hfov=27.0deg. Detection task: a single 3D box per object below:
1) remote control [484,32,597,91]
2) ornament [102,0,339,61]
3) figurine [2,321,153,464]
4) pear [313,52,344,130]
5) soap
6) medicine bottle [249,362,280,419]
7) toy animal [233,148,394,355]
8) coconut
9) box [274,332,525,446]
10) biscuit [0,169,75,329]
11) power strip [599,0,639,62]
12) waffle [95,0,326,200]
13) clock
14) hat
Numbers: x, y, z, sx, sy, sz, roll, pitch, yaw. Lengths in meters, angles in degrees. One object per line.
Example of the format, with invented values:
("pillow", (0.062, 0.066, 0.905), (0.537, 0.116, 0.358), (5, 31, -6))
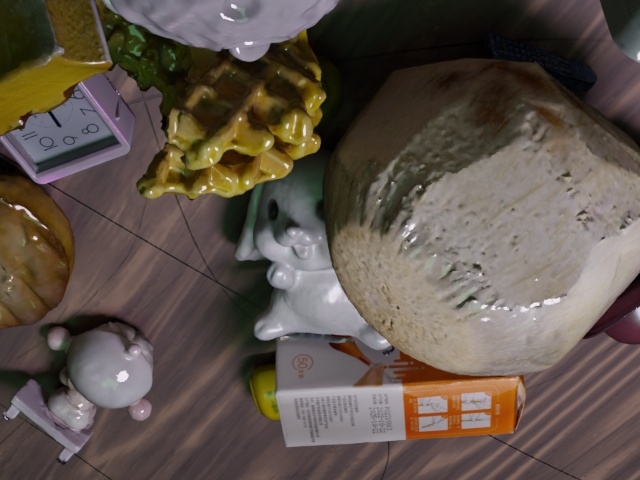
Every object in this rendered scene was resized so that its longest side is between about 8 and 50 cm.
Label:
("remote control", (0.273, -0.217, 1.653), (0.152, 0.043, 0.027), (17, 141, -20))
("ornament", (-0.101, -0.352, 1.281), (0.337, 0.337, 0.337), (-1, 136, -1))
("figurine", (-0.347, 0.208, 2.010), (0.257, 0.182, 0.144), (-47, 164, 29))
("pear", (-0.026, -0.182, 1.624), (0.107, 0.107, 0.131), (-15, 174, 13))
("soap", (-0.370, -0.259, 1.403), (0.259, 0.281, 0.143), (-24, 163, 21))
("medicine bottle", (0.046, 0.214, 2.065), (0.309, 0.076, 0.111), (-11, 138, 9))
("toy animal", (0.015, 0.011, 1.791), (0.249, 0.174, 0.289), (17, 135, -3))
("coconut", (0.208, -0.050, 1.603), (0.415, 0.415, 0.344), (23, 158, -24))
("box", (0.109, 0.159, 1.907), (0.341, 0.225, 0.143), (-5, 139, 4))
("biscuit", (-0.478, 0.002, 1.806), (0.296, 0.102, 0.296), (1, 135, 1))
("power strip", (0.419, -0.283, 1.433), (0.229, 0.261, 0.141), (18, 131, -20))
("waffle", (-0.145, -0.197, 1.470), (0.261, 0.324, 0.151), (-22, 159, -36))
("clock", (-0.339, -0.172, 1.657), (0.150, 0.063, 0.197), (-18, 134, 16))
("hat", (0.459, 0.090, 1.881), (0.205, 0.205, 0.089), (-37, 86, 30))
